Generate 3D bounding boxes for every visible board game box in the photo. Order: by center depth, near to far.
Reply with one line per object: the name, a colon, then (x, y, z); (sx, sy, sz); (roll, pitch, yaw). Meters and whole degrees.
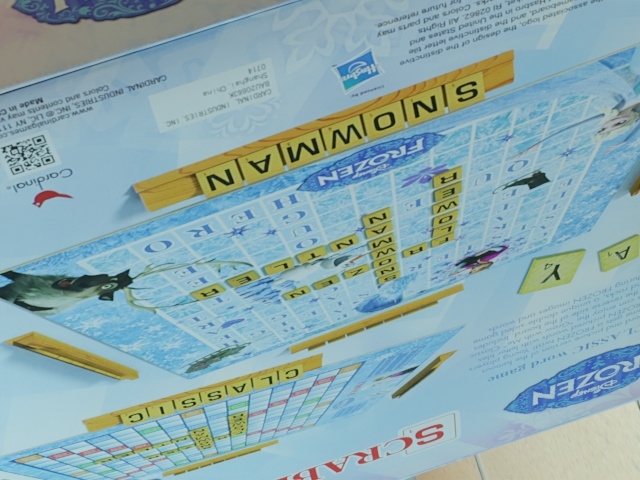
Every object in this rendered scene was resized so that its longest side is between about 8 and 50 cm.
board game box: (0.000, 0.000, 0.531); (0.318, 0.318, 0.066); (80, 171, -55)
